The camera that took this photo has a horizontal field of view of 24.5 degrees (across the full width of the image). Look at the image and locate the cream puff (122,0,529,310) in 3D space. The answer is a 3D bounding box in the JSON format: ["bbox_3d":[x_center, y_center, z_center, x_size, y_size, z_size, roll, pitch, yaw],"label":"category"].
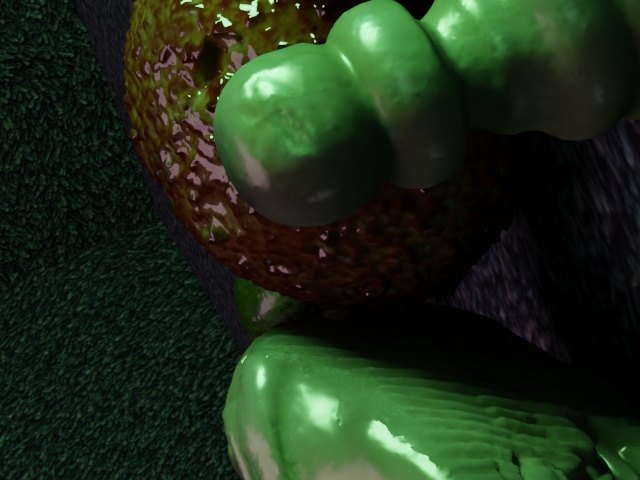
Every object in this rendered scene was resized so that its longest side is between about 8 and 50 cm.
[{"bbox_3d":[-0.007,-0.077,1.058,0.350,0.229,0.350,36,174,4],"label":"cream puff"}]

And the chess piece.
[{"bbox_3d":[0.060,-0.087,0.791,0.133,0.243,0.133,156,90,-80],"label":"chess piece"}]

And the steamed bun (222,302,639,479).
[{"bbox_3d":[0.088,0.191,1.059,0.324,0.309,0.219,29,110,32],"label":"steamed bun"}]

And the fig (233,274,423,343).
[{"bbox_3d":[0.000,0.000,1.512,0.203,0.203,0.235,80,176,-56],"label":"fig"}]
